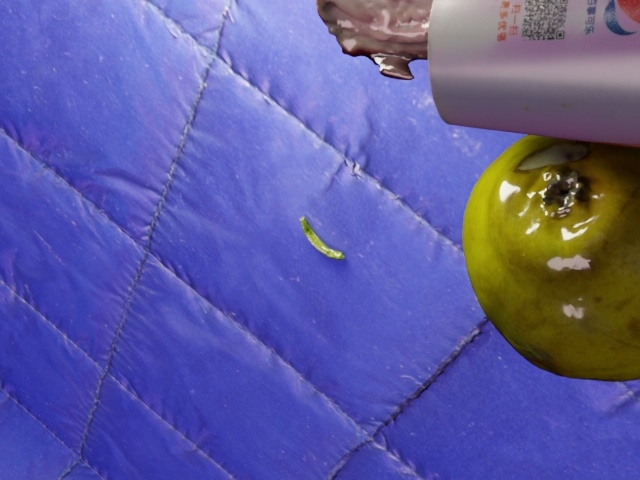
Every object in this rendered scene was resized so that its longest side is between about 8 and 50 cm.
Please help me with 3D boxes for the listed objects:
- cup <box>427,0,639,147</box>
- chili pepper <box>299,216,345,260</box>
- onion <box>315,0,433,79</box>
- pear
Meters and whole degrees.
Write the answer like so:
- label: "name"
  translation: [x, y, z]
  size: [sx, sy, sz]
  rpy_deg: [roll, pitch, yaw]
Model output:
- label: "cup"
  translation: [0.245, -0.159, 0.807]
  size: [0.288, 0.203, 0.203]
  rpy_deg: [4, 129, 25]
- label: "chili pepper"
  translation: [0.001, -0.001, 1.387]
  size: [0.083, 0.017, 0.030]
  rpy_deg: [41, 134, 1]
- label: "onion"
  translation: [0.104, -0.315, 0.903]
  size: [0.280, 0.146, 0.314]
  rpy_deg: [-4, 133, 18]
- label: "pear"
  translation: [0.270, 0.013, 0.946]
  size: [0.269, 0.269, 0.321]
  rpy_deg: [23, 176, 25]
